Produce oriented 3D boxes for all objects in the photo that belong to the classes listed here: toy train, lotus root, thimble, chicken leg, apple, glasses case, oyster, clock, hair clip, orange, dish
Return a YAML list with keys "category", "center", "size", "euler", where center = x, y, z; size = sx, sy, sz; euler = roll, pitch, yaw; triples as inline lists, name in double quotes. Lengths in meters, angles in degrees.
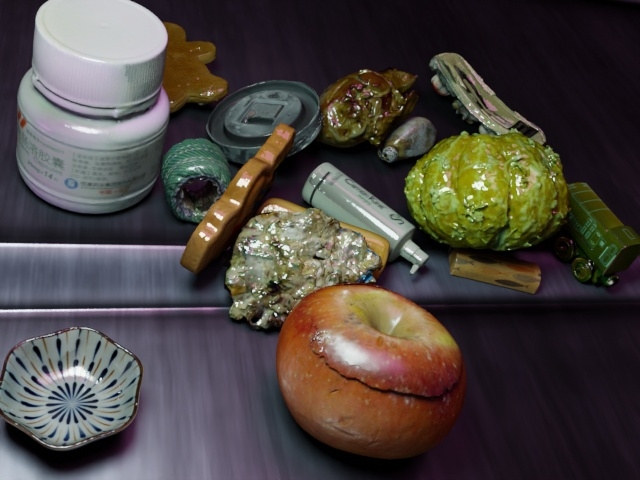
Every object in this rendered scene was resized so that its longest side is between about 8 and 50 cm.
- category: "toy train"
  center: [0.526, -0.017, 1.607]
  size: [0.090, 0.137, 0.225]
  euler: [-9, 50, -30]
- category: "lotus root"
  center: [0.179, -0.209, 1.706]
  size: [0.165, 0.088, 0.088]
  euler: [-30, 62, -32]
- category: "thimble"
  center: [-0.212, -0.099, 1.391]
  size: [0.118, 0.135, 0.090]
  euler: [-1, 46, -16]
- category: "chicken leg"
  center: [0.119, -0.303, 1.713]
  size: [0.211, 0.140, 0.361]
  euler: [13, 36, 37]
- category: "apple"
  center: [0.069, 0.185, 1.157]
  size: [0.272, 0.206, 0.251]
  euler: [11, 31, -15]
- category: "glasses case"
  center: [0.327, 0.048, 1.529]
  size: [0.170, 0.041, 0.064]
  euler: [13, 41, -8]
- category: "oyster"
  center: [-0.027, 0.047, 1.311]
  size: [0.260, 0.092, 0.198]
  euler: [2, 83, -25]
- category: "clock"
  center: [-0.107, -0.231, 1.575]
  size: [0.226, 0.049, 0.226]
  euler: [-8, 41, 7]
- category: "hair clip"
  center: [0.374, -0.305, 1.894]
  size: [0.321, 0.091, 0.138]
  euler: [48, 38, 11]
- category: "orange"
  center: [0.300, -0.097, 1.505]
  size: [0.301, 0.223, 0.300]
  euler: [0, 6, -8]
- category: "dish"
  center: [-0.329, 0.206, 1.071]
  size: [0.191, 0.066, 0.190]
  euler: [9, 44, -9]

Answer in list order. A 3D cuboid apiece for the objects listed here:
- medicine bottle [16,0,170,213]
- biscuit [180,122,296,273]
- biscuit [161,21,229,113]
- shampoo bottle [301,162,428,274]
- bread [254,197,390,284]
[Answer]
- category: "medicine bottle"
  center: [-0.368, -0.222, 1.331]
  size: [0.241, 0.302, 0.241]
  euler: [11, 42, -11]
- category: "biscuit"
  center: [-0.128, -0.063, 1.339]
  size: [0.047, 0.202, 0.334]
  euler: [32, 40, 1]
- category: "biscuit"
  center: [-0.306, -0.362, 1.689]
  size: [0.197, 0.049, 0.301]
  euler: [-14, 49, -20]
- category: "shampoo bottle"
  center: [0.088, -0.038, 1.489]
  size: [0.262, 0.085, 0.085]
  euler: [37, 44, 17]
- category: "bread"
  center: [0.000, 0.000, 1.417]
  size: [0.239, 0.074, 0.092]
  euler: [21, 81, 1]
